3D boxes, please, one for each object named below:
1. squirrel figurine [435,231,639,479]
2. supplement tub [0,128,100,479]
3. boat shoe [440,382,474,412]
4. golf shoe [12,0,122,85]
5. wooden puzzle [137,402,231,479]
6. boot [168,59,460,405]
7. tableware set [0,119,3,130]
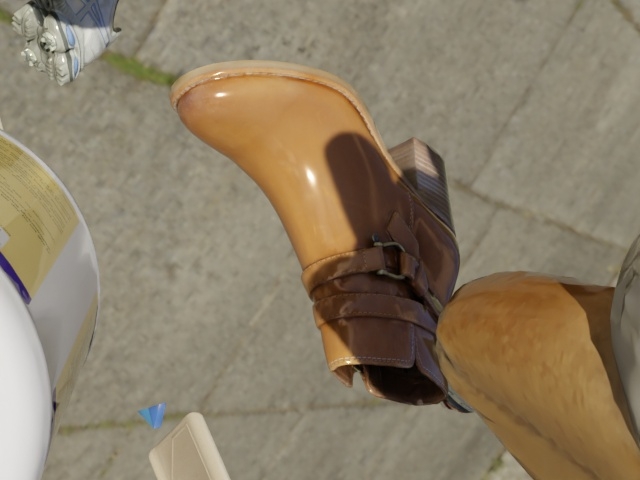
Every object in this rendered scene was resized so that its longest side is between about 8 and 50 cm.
[{"bbox_3d":[0.303,0.011,0.397,0.370,0.397,0.281,-32,157,-23],"label":"squirrel figurine"},{"bbox_3d":[-0.257,0.049,0.733,0.241,0.241,0.331,-58,-170,9],"label":"supplement tub"},{"bbox_3d":[0.131,0.134,1.296,0.049,0.043,0.137,-58,136,-27],"label":"boat shoe"},{"bbox_3d":[-0.186,-0.204,0.934,0.086,0.069,0.176,-37,153,-33],"label":"golf shoe"},{"bbox_3d":[-0.086,0.160,0.855,0.014,0.116,0.078,-11,164,-41],"label":"wooden puzzle"},{"bbox_3d":[0.000,0.000,0.971,0.109,0.220,0.283,-22,145,37],"label":"boot"},{"bbox_3d":[-0.300,-0.021,1.054,0.128,0.039,0.194,-24,112,-25],"label":"tableware set"}]
